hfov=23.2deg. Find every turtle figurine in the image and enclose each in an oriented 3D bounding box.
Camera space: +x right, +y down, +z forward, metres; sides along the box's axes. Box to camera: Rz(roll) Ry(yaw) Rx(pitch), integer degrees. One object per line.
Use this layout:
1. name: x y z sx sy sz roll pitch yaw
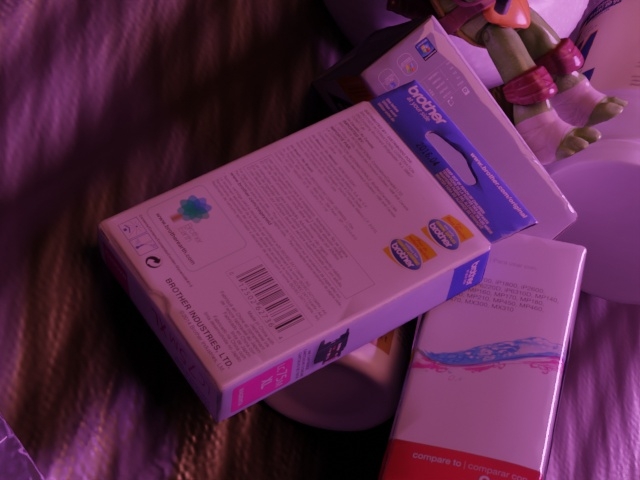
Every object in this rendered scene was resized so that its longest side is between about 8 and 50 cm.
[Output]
1. turtle figurine: 0.211 -0.224 1.422 0.266 0.275 0.198 61 4 -11

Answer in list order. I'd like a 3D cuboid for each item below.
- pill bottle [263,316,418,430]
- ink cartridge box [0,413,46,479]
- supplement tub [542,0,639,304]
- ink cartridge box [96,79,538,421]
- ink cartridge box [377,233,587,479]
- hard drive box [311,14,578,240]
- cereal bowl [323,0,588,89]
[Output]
1. pill bottle: 0.025 0.039 1.364 0.131 0.131 0.229 36 49 -26
2. ink cartridge box: -0.257 0.208 1.058 0.332 0.065 0.165 55 44 -7
3. supplement tub: 0.360 -0.112 1.688 0.235 0.235 0.325 45 46 -19
4. ink cartridge box: 0.000 0.000 1.270 0.311 0.065 0.186 -28 61 -20
5. ink cartridge box: 0.131 0.171 1.320 0.131 0.226 0.306 13 52 10
6. hard drive box: 0.113 -0.088 1.466 0.089 0.181 0.232 -40 101 -9
7. cereal bowl: 0.159 -0.326 1.597 0.339 0.141 0.339 4 83 -30
